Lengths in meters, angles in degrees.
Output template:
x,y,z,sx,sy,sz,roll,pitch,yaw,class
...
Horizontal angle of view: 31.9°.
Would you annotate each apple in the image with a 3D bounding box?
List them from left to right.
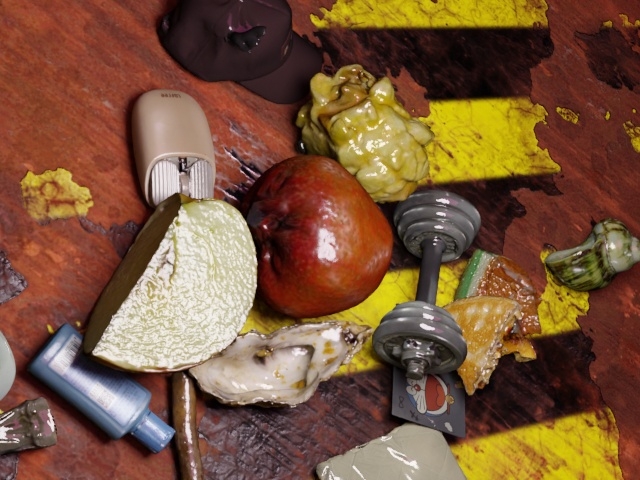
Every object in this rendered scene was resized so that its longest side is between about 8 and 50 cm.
x,y,z,sx,sy,sz,roll,pitch,yaw,class
-0.254,0.084,1.854,0.346,0.254,0.179,-63,151,-26,apple

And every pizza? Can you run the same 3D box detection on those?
x,y,z,sx,sy,sz,roll,pitch,yaw,class
0.300,0.203,2.138,0.062,0.188,0.199,30,61,-47,pizza

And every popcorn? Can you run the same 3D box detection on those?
x,y,z,sx,sy,sz,roll,pitch,yaw,class
0.082,-0.202,2.127,0.215,0.252,0.286,-50,58,3,popcorn

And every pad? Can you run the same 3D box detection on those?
x,y,z,sx,sy,sz,roll,pitch,yaw,class
0.209,0.248,2.150,0.170,0.006,0.246,21,51,-21,pad

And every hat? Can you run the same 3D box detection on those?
x,y,z,sx,sy,sz,roll,pitch,yaw,class
-0.111,-0.410,2.107,0.336,0.209,0.238,19,62,-25,hat

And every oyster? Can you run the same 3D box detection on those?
x,y,z,sx,sy,sz,roll,pitch,yaw,class
-0.067,0.213,1.980,0.341,0.110,0.166,-26,81,-30,oyster

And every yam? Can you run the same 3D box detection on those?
x,y,z,sx,sy,sz,roll,pitch,yaw,class
-0.220,0.385,1.871,0.045,0.045,0.327,-9,74,14,yam

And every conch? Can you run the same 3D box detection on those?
x,y,z,sx,sy,sz,roll,pitch,yaw,class
0.588,0.036,2.369,0.124,0.181,0.187,56,31,5,conch

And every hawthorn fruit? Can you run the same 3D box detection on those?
x,y,z,sx,sy,sz,roll,pitch,yaw,class
-0.011,0.007,1.995,0.311,0.295,0.295,45,55,-37,hawthorn fruit

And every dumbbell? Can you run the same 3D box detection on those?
x,y,z,sx,sy,sz,roll,pitch,yaw,class
0.204,0.076,2.115,0.179,0.179,0.406,24,57,-20,dumbbell

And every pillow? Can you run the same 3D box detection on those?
x,y,z,sx,sy,sz,roll,pitch,yaw,class
0.157,0.481,2.033,0.280,0.076,0.274,-21,76,-31,pillow

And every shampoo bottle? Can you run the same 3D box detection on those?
x,y,z,sx,sy,sz,roll,pitch,yaw,class
-0.351,0.253,1.831,0.258,0.061,0.104,42,53,-10,shampoo bottle

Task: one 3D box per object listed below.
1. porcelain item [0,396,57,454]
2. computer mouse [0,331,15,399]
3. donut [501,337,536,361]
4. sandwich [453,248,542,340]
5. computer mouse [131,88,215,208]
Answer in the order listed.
x,y,z,sx,sy,sz,roll,pitch,yaw,class
-0.520,0.306,1.723,0.215,0.069,0.081,-14,85,-27,porcelain item
-0.595,0.222,1.662,0.288,0.097,0.160,-27,101,-28,computer mouse
0.389,0.225,2.272,0.083,0.038,0.067,-22,87,-28,donut
0.360,0.104,2.228,0.109,0.160,0.185,26,69,-41,sandwich
-0.263,-0.164,2.012,0.145,0.082,0.237,1,72,-30,computer mouse
